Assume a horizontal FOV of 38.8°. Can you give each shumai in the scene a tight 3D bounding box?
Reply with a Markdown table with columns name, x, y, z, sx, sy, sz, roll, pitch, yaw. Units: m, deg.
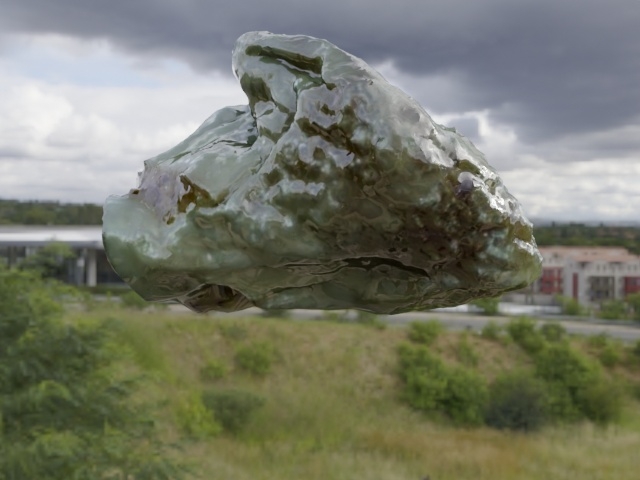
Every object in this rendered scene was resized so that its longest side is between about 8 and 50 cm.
| name | x | y | z | sx | sy | sz | roll | pitch | yaw |
| --- | --- | --- | --- | --- | --- | --- | --- | --- | --- |
| shumai | 0.000 | 0.000 | 0.624 | 0.272 | 0.203 | 0.222 | 31 | -7 | 35 |
